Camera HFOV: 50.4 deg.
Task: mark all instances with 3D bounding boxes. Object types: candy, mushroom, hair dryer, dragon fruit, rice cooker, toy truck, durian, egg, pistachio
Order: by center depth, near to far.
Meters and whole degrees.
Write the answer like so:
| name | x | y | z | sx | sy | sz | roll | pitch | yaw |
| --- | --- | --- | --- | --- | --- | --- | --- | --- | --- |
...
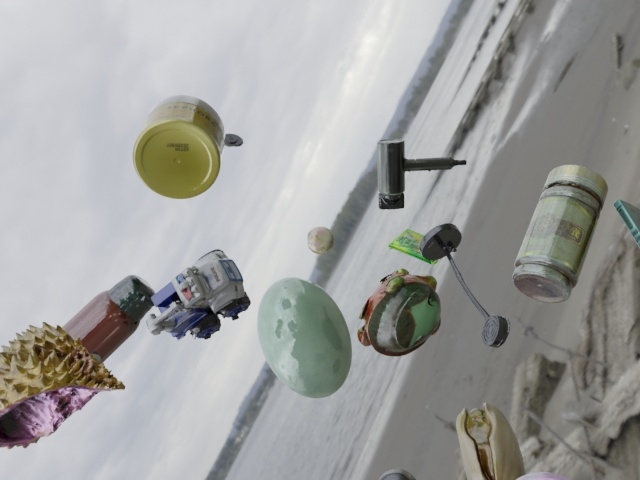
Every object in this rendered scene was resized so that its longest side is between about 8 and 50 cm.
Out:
| name | x | y | z | sx | sy | sz | roll | pitch | yaw |
| --- | --- | --- | --- | --- | --- | --- | --- | --- | --- |
| durian | -0.445 | 0.214 | 1.033 | 0.260 | 0.153 | 0.186 | -47 | 45 | 22 |
| toy truck | -0.281 | 0.122 | 1.519 | 0.213 | 0.161 | 0.177 | -37 | -19 | 17 |
| rice cooker | 0.188 | 0.607 | 1.555 | 0.112 | 0.165 | 0.106 | -28 | -20 | 6 |
| hair dryer | 0.283 | -0.186 | 1.893 | 0.078 | 0.248 | 0.196 | -86 | -7 | -73 |
| pistachio | 0.487 | 0.609 | 1.928 | 0.197 | 0.166 | 0.288 | 38 | -139 | -62 |
| dragon fruit | 0.241 | 0.213 | 1.974 | 0.295 | 0.268 | 0.130 | -45 | 27 | -7 |
| mushroom | 0.000 | 0.000 | 1.984 | 0.084 | 0.083 | 0.067 | -62 | -3 | -12 |
| candy | 0.297 | 0.017 | 2.014 | 0.102 | 0.178 | 0.032 | -40 | -44 | -31 |
| egg | -0.049 | 0.300 | 2.112 | 0.276 | 0.389 | 0.276 | -22 | -7 | -3 |

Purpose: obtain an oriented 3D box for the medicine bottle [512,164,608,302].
| name | x | y | z | sx | sy | sz | roll | pitch | yaw |
| --- | --- | --- | --- | --- | --- | --- | --- | --- | --- |
| medicine bottle | 0.588 | -0.016 | 1.670 | 0.322 | 0.151 | 0.151 | -62 | -2 | -24 |

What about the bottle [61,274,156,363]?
| name | x | y | z | sx | sy | sz | roll | pitch | yaw |
| --- | --- | --- | --- | --- | --- | --- | --- | --- | --- |
| bottle | -0.557 | 0.228 | 1.712 | 0.336 | 0.144 | 0.144 | -42 | -4 | -3 |

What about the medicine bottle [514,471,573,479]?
| name | x | y | z | sx | sy | sz | roll | pitch | yaw |
| --- | --- | --- | --- | --- | --- | --- | --- | --- | --- |
| medicine bottle | 0.420 | 0.618 | 1.306 | 0.325 | 0.212 | 0.212 | -27 | -32 | -58 |

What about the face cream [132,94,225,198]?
| name | x | y | z | sx | sy | sz | roll | pitch | yaw |
| --- | --- | --- | --- | --- | --- | --- | --- | --- | --- |
| face cream | -0.357 | -0.239 | 1.739 | 0.179 | 0.218 | 0.218 | -96 | 28 | -59 |

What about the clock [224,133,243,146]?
| name | x | y | z | sx | sy | sz | roll | pitch | yaw |
| --- | --- | --- | --- | --- | --- | --- | --- | --- | --- |
| clock | -0.280 | -0.317 | 2.138 | 0.083 | 0.074 | 0.010 | -114 | 27 | -49 |

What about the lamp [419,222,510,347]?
| name | x | y | z | sx | sy | sz | roll | pitch | yaw |
| --- | --- | --- | --- | --- | --- | --- | --- | --- | --- |
| lamp | 0.301 | 0.098 | 1.510 | 0.371 | 0.108 | 0.130 | -95 | 28 | -50 |

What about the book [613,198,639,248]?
| name | x | y | z | sx | sy | sz | roll | pitch | yaw |
| --- | --- | --- | --- | --- | --- | --- | --- | --- | --- |
| book | 0.862 | 0.072 | 1.619 | 0.031 | 0.264 | 0.379 | -50 | 32 | 34 |
